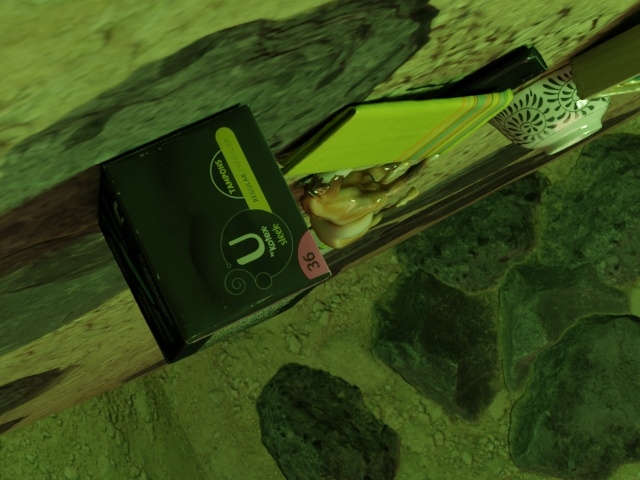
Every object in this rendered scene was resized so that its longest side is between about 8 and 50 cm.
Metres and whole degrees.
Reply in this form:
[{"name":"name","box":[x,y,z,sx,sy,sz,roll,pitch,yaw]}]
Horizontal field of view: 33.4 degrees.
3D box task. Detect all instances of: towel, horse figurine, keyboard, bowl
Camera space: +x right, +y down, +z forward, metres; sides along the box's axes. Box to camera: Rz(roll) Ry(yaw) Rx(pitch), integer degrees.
[{"name":"towel","box":[0.072,-0.099,0.937,0.237,0.021,0.102,-13,160,-48]},{"name":"horse figurine","box":[0.046,-0.048,1.198,0.174,0.066,0.263,-32,174,-14]},{"name":"keyboard","box":[0.131,-0.132,1.023,0.180,0.023,0.108,-28,169,17]},{"name":"bowl","box":[0.293,-0.156,1.305,0.170,0.080,0.170,-26,175,-2]}]

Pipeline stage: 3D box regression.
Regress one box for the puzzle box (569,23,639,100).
[{"name":"puzzle box","box":[0.517,-0.237,1.166,0.408,0.052,0.272,-11,174,-25]}]

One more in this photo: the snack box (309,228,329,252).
[{"name":"snack box","box":[0.000,0.000,1.626,0.100,0.037,0.141,-27,176,21]}]

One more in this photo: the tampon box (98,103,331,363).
[{"name":"tampon box","box":[-0.076,0.003,0.706,0.101,0.121,0.161,-25,175,-16]}]
